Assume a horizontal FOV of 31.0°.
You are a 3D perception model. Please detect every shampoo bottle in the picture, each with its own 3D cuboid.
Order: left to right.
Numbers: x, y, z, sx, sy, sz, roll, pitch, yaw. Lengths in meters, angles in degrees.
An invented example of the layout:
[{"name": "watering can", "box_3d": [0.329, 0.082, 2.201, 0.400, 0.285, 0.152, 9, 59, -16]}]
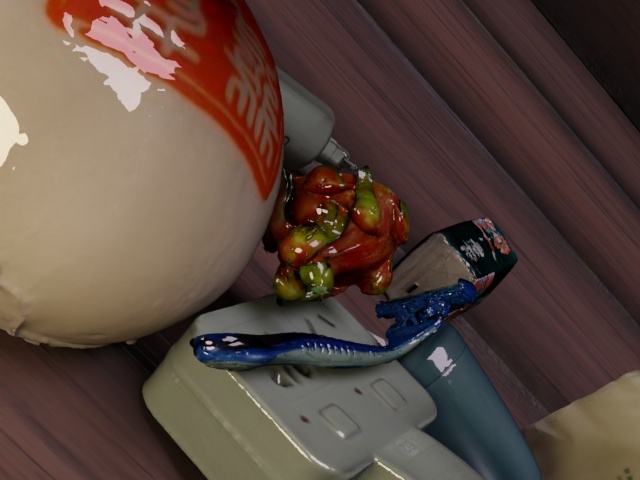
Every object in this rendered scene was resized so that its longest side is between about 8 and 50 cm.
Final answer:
[{"name": "shampoo bottle", "box_3d": [-0.067, -0.146, 1.200, 0.262, 0.085, 0.085, 33, 33, -35]}]

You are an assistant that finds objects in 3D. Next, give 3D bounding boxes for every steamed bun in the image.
[{"name": "steamed bun", "box_3d": [-0.171, -0.120, 0.837, 0.374, 0.241, 0.374, 40, 26, -24]}]

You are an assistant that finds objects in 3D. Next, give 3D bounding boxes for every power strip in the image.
[{"name": "power strip", "box_3d": [0.004, 0.174, 0.922, 0.261, 0.141, 0.229, 45, 23, 15]}]

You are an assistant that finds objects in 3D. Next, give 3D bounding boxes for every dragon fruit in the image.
[{"name": "dragon fruit", "box_3d": [0.000, 0.000, 0.953, 0.142, 0.138, 0.175, 46, 35, -12]}]

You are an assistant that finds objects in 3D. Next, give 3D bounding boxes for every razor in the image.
[{"name": "razor", "box_3d": [0.014, 0.077, 0.896, 0.324, 0.093, 0.056, -6, 81, -56]}]

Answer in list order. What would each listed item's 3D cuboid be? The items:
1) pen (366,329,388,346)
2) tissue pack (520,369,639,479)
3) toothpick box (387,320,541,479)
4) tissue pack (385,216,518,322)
[{"name": "pen", "box_3d": [0.030, 0.093, 1.141, 0.204, 0.025, 0.025, 31, 34, -39]}, {"name": "tissue pack", "box_3d": [0.389, 0.361, 1.195, 0.297, 0.207, 0.380, 34, 33, -38]}, {"name": "toothpick box", "box_3d": [0.121, 0.178, 1.083, 0.184, 0.120, 0.120, 54, 26, -5]}, {"name": "tissue pack", "box_3d": [0.152, 0.036, 1.322, 0.090, 0.103, 0.170, 51, 25, 9]}]
